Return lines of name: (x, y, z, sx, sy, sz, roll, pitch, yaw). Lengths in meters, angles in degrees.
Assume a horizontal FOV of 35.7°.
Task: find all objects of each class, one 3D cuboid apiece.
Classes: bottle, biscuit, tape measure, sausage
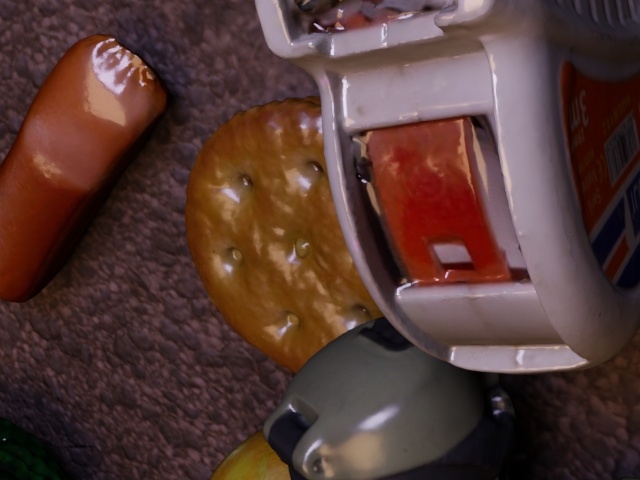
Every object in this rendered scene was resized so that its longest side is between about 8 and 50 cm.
bottle: (0.070, 0.222, 0.657, 0.168, 0.168, 0.347, -4, 108, 33)
biscuit: (0.000, 0.000, 0.725, 0.220, 0.066, 0.221, 13, 116, 27)
tape measure: (0.093, -0.065, 0.513, 0.130, 0.258, 0.265, -4, 110, 30)
sausage: (-0.216, -0.054, 0.819, 0.089, 0.083, 0.300, 46, 125, 4)

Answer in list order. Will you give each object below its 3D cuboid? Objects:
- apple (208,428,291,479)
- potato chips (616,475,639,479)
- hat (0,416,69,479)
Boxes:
apple: (-0.018, 0.227, 0.782, 0.146, 0.147, 0.163, 15, 133, 53)
potato chips: (0.312, 0.336, 0.695, 0.358, 0.070, 0.429, 23, 122, 18)
hat: (-0.323, 0.352, 1.006, 0.242, 0.274, 0.332, -4, 139, 43)
